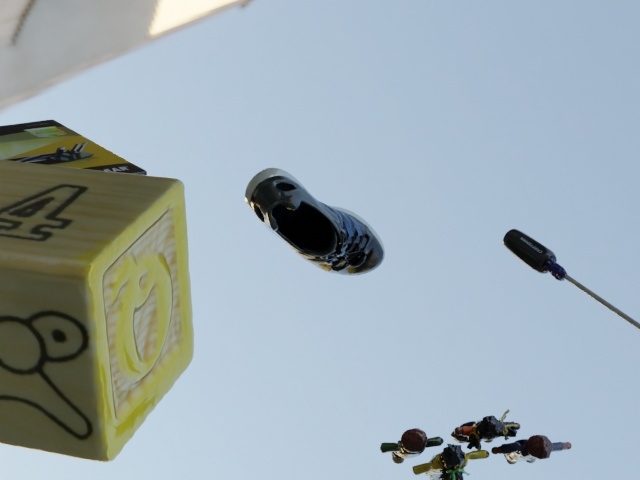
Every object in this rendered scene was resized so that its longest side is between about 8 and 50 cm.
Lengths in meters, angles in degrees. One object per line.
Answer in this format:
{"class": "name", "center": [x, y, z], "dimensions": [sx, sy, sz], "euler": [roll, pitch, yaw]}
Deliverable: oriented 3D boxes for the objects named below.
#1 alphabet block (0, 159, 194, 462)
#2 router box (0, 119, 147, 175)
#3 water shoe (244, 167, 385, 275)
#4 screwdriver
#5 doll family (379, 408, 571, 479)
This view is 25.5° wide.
{"class": "alphabet block", "center": [-0.236, 0.054, 1.214], "dimensions": [0.197, 0.193, 0.192], "euler": [8, -61, 16]}
{"class": "router box", "center": [-0.421, -0.072, 1.847], "dimensions": [0.243, 0.309, 0.081], "euler": [28, -60, 43]}
{"class": "water shoe", "center": [0.000, 0.000, 1.482], "dimensions": [0.073, 0.203, 0.080], "euler": [-47, -139, 14]}
{"class": "screwdriver", "center": [0.205, 0.036, 1.141], "dimensions": [0.170, 0.025, 0.024], "euler": [43, -52, 47]}
{"class": "doll family", "center": [0.161, 0.216, 1.471], "dimensions": [0.111, 0.193, 0.076], "euler": [99, -26, -73]}
